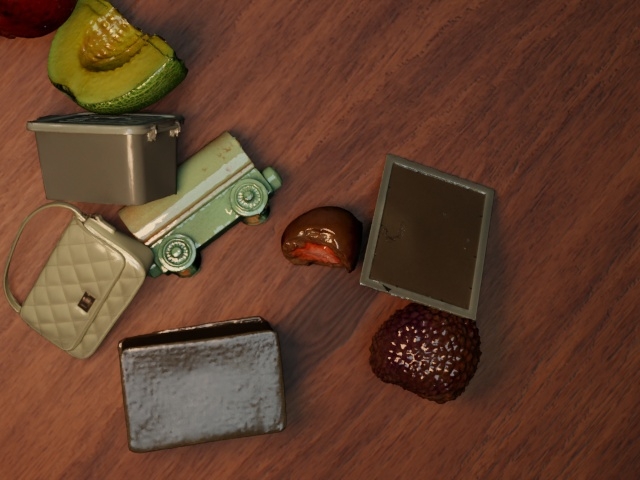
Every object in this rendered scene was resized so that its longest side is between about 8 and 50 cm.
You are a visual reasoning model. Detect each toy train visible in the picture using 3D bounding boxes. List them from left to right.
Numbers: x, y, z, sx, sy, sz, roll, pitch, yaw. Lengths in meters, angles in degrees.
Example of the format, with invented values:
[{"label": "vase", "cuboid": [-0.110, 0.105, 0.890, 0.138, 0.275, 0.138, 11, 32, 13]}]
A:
[{"label": "toy train", "cuboid": [-0.210, -0.061, 1.761, 0.285, 0.116, 0.177, -38, 84, -3]}]

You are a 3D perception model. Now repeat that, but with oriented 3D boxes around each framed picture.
[{"label": "framed picture", "cuboid": [0.190, -0.007, 1.792, 0.216, 0.016, 0.273, 19, 60, -8]}]

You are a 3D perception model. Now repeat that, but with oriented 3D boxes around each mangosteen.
[{"label": "mangosteen", "cuboid": [-0.483, -0.454, 1.645, 0.215, 0.215, 0.257, 22, 92, -8]}]

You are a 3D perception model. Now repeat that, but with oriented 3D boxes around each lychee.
[{"label": "lychee", "cuboid": [0.189, 0.185, 1.783, 0.188, 0.188, 0.188, 0, 93, -7]}]

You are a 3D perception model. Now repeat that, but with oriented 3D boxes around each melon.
[{"label": "melon", "cuboid": [-0.338, -0.276, 1.696, 0.169, 0.129, 0.265, -48, 58, -5]}]

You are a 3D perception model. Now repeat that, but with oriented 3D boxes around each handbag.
[{"label": "handbag", "cuboid": [-0.420, 0.061, 1.702, 0.219, 0.079, 0.256, 33, 115, -8]}]

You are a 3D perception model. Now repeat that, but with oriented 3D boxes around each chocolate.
[{"label": "chocolate", "cuboid": [0.000, 0.000, 1.774, 0.133, 0.127, 0.124, 13, 120, -11]}]

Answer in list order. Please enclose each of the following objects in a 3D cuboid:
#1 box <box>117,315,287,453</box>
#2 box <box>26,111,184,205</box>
[{"label": "box", "cuboid": [-0.204, 0.242, 1.752, 0.273, 0.143, 0.184, -7, 94, -8]}, {"label": "box", "cuboid": [-0.348, -0.136, 1.678, 0.243, 0.163, 0.135, 5, 105, 24]}]
